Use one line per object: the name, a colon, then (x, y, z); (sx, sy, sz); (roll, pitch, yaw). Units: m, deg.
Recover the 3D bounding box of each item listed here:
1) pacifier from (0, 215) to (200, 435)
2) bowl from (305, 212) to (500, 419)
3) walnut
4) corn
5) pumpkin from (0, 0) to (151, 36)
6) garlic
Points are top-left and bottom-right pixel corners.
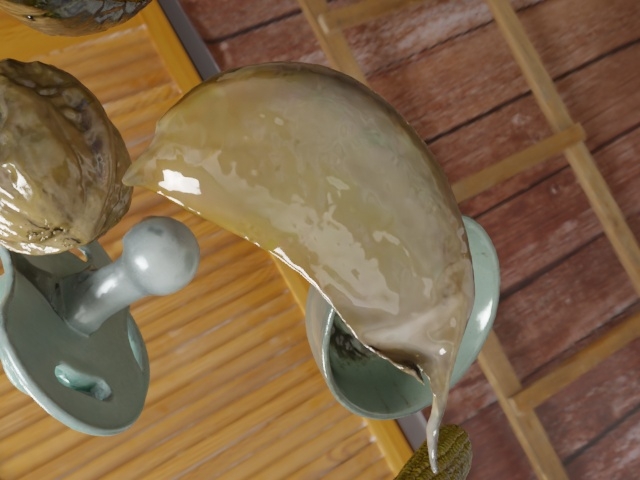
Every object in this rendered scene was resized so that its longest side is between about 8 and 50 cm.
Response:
pacifier: (-0.262, 0.069, 0.897); (0.269, 0.343, 0.288); (-28, 145, 12)
bowl: (0.088, 0.079, 0.956); (0.289, 0.289, 0.146); (-27, -149, -23)
walnut: (-0.312, -0.090, 0.779); (0.198, 0.245, 0.198); (-34, 160, -14)
corn: (0.132, 0.308, 0.888); (0.080, 0.080, 0.231); (-36, 178, 40)
pumpkin: (-0.284, -0.386, 0.829); (0.320, 0.192, 0.320); (-42, 166, -13)
garlic: (0.017, -0.002, 0.585); (0.196, 0.338, 0.151); (-46, 178, -24)
